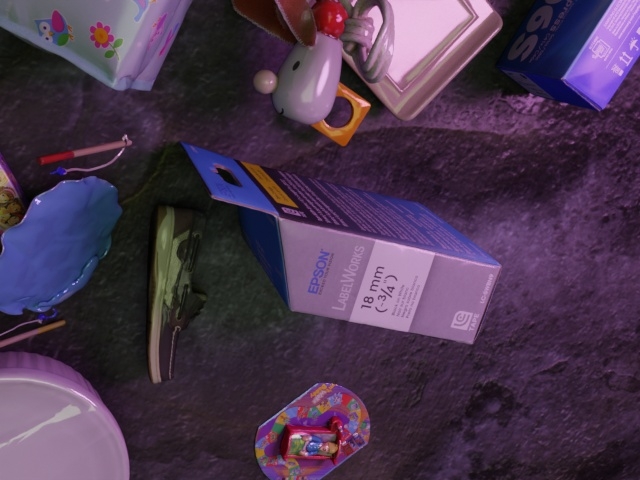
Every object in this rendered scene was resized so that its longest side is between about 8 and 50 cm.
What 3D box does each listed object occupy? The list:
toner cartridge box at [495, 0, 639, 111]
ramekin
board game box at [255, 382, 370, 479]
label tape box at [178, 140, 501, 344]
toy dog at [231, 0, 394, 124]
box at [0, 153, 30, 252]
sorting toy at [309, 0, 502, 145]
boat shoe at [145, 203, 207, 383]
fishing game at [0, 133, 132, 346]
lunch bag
[{"bbox_3d":[0.369,-0.333,1.043,0.075,0.165,0.347,30,95,-24],"label":"toner cartridge box"},{"bbox_3d":[-0.366,0.255,1.009,0.273,0.127,0.272,-6,110,-16],"label":"ramekin"},{"bbox_3d":[-0.006,0.279,1.188,0.169,0.033,0.133,-36,115,-5],"label":"board game box"},{"bbox_3d":[0.000,0.000,0.987,0.334,0.240,0.105,12,105,-21],"label":"label tape box"},{"bbox_3d":[-0.030,-0.306,0.902,0.161,0.220,0.333,7,79,-20],"label":"toy dog"},{"bbox_3d":[-0.458,-0.092,0.904,0.201,0.057,0.293,-28,114,-9],"label":"box"},{"bbox_3d":[0.096,-0.272,1.039,0.347,0.047,0.196,-46,111,0],"label":"sorting toy"},{"bbox_3d":[-0.173,0.068,1.039,0.074,0.080,0.223,2,102,-14],"label":"boat shoe"},{"bbox_3d":[-0.294,0.002,0.949,0.041,0.189,0.264,34,118,18],"label":"fishing game"},{"bbox_3d":[-0.252,-0.302,0.850,0.262,0.160,0.223,29,101,-2],"label":"lunch bag"}]
